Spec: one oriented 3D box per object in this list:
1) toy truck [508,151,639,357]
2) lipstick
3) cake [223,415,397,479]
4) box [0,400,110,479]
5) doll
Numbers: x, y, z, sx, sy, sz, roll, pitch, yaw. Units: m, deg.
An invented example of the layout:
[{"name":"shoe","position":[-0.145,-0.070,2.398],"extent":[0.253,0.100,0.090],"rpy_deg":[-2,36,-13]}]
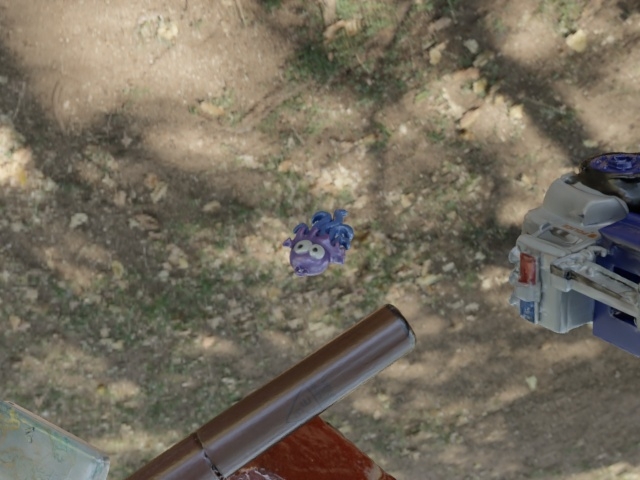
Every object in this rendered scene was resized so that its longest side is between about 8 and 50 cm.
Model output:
[{"name":"toy truck","position":[0.252,0.027,0.671],"extent":[0.176,0.213,0.161],"rpy_deg":[-18,115,-27]},{"name":"lipstick","position":[-0.064,0.177,0.772],"extent":[0.356,0.057,0.057],"rpy_deg":[-32,136,-7]},{"name":"cake","position":[-0.011,0.332,0.951],"extent":[0.283,0.151,0.177],"rpy_deg":[38,117,-2]},{"name":"box","position":[-0.484,0.387,1.394],"extent":[0.044,0.285,0.142],"rpy_deg":[15,91,-60]},{"name":"doll","position":[0.000,0.000,1.379],"extent":[0.109,0.206,0.067],"rpy_deg":[15,127,13]}]
